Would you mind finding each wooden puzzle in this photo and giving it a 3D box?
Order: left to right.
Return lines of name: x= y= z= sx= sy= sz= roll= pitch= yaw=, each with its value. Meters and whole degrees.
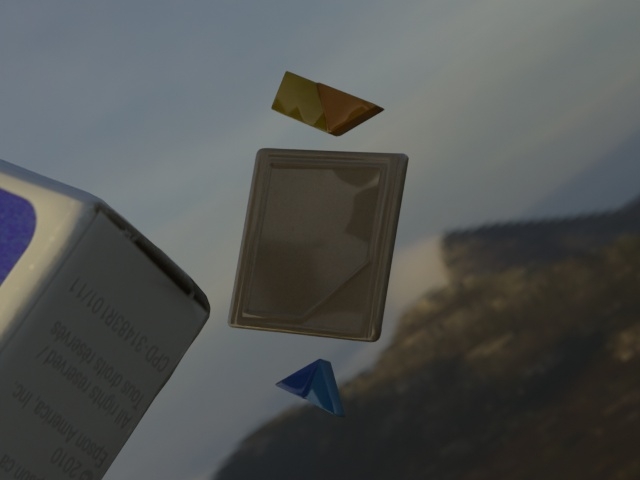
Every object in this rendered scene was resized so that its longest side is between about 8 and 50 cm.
wooden puzzle: x=0.000 y=0.000 z=0.671 sx=0.078 sy=0.116 sz=0.014 roll=12 pitch=-4 yaw=40

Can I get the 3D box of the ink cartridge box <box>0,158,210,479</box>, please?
ink cartridge box: x=-0.218 y=0.087 z=0.487 sx=0.303 sy=0.072 sz=0.307 roll=21 pitch=73 yaw=42
